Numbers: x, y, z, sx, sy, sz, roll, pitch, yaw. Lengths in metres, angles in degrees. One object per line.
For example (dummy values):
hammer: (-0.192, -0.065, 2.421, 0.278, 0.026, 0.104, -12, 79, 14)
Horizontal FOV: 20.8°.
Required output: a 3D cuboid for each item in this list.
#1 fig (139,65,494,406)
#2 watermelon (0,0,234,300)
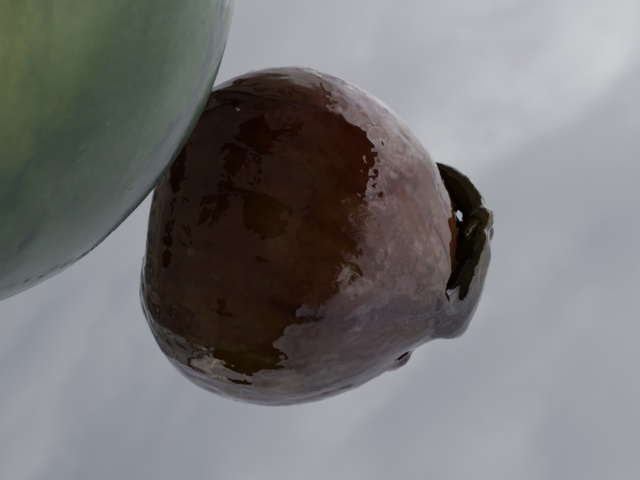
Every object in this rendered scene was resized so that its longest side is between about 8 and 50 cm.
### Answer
fig: (-0.001, 0.000, 0.975, 0.205, 0.205, 0.205, -53, -162, 26)
watermelon: (-0.145, -0.094, 0.531, 0.242, 0.242, 0.242, -53, -162, 26)
